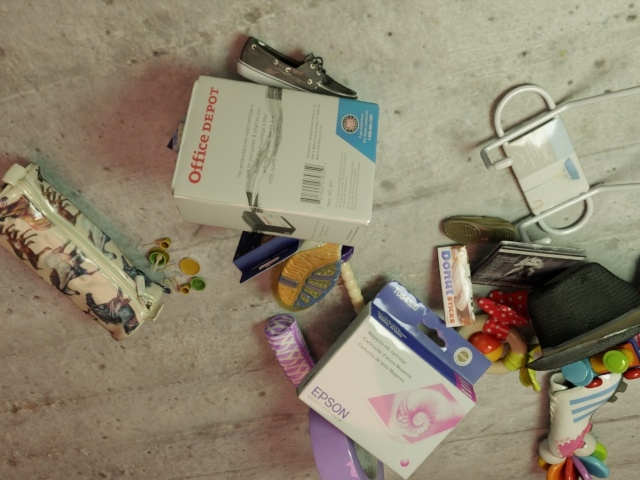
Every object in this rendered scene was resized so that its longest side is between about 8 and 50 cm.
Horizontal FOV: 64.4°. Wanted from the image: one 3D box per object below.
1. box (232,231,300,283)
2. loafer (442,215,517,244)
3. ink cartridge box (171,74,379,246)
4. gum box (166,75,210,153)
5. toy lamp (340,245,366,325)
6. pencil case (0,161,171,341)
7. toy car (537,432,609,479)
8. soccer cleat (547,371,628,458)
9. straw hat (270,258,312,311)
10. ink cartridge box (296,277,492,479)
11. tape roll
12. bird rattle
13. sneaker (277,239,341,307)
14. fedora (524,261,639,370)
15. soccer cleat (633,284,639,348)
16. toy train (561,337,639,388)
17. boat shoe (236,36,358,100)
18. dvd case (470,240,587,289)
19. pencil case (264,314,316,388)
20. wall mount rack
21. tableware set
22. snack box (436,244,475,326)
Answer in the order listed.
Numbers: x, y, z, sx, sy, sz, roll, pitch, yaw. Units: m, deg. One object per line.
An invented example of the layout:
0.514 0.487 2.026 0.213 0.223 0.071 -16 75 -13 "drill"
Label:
-0.095 -0.019 0.980 0.136 0.225 0.036 -29 117 18 "box"
0.332 -0.023 1.065 0.148 0.050 0.056 9 119 15 "loafer"
-0.069 -0.130 0.857 0.307 0.223 0.129 8 161 -5 "ink cartridge box"
-0.177 -0.195 0.984 0.184 0.041 0.157 33 117 -16 "gum box"
0.079 0.130 1.153 0.080 0.080 0.275 -16 117 12 "toy lamp"
-0.510 0.029 1.065 0.183 0.160 0.410 -22 119 34 "pencil case"
0.697 0.619 1.387 0.182 0.136 0.159 -24 117 16 "toy car"
0.631 0.412 1.293 0.143 0.116 0.331 20 119 9 "soccer cleat"
-0.036 0.095 1.141 0.144 0.144 0.061 -29 158 18 "straw hat"
0.173 0.308 1.122 0.324 0.071 0.330 40 94 -9 "ink cartridge box"
0.069 0.506 1.266 0.090 0.275 0.275 -21 118 13 "tape roll"
0.409 0.237 1.180 0.207 0.143 0.253 -23 116 34 "bird rattle"
0.000 0.000 1.040 0.112 0.131 0.296 22 113 -11 "sneaker"
0.537 0.137 1.032 0.334 0.334 0.152 -31 73 19 "fedora"
0.743 0.168 1.132 0.116 0.108 0.318 -18 122 17 "soccer cleat"
0.650 0.250 1.089 0.248 0.105 0.143 -27 160 33 "toy train"
-0.032 -0.298 0.900 0.228 0.080 0.076 21 122 -1 "boat shoe"
0.415 0.056 1.055 0.164 0.018 0.221 6 158 -1 "dvd case"
-0.063 0.276 1.239 0.088 0.086 0.206 4 131 41 "pencil case"
0.482 -0.140 0.937 0.304 0.130 0.350 -28 117 18 "wall mount rack"
-0.329 0.062 1.159 0.104 0.024 0.154 -15 119 11 "tableware set"
0.297 0.099 1.114 0.064 0.022 0.178 -7 96 7 "snack box"
